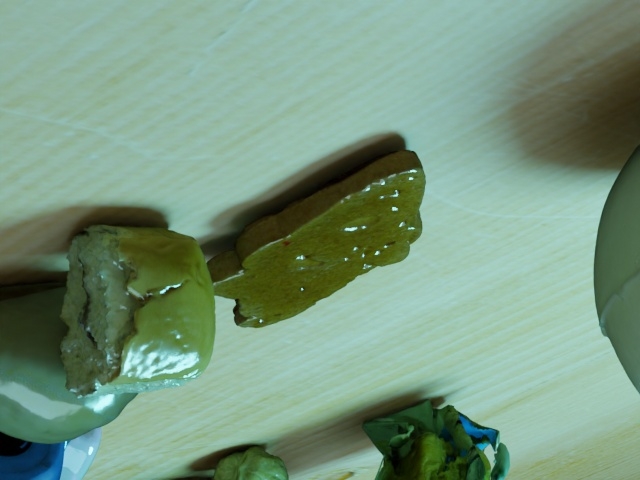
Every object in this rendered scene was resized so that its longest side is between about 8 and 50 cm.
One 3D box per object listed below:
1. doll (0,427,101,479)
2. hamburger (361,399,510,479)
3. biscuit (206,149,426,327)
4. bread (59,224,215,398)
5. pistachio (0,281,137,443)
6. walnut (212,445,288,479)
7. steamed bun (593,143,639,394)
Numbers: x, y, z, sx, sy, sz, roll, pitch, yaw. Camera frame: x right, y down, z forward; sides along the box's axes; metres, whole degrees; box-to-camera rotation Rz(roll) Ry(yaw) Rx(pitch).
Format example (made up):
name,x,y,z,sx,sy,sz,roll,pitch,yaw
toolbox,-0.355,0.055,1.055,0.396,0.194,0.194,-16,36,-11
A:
name,x,y,z,sx,sy,sz,roll,pitch,yaw
doll,-0.349,0.232,1.497,0.310,0.240,0.284,-47,176,29
hamburger,0.103,0.306,2.073,0.150,0.260,0.276,16,173,-6
biscuit,0.000,0.000,1.428,0.183,0.043,0.280,-10,156,-31
bread,-0.128,0.049,1.325,0.106,0.125,0.082,-4,-177,-30
pistachio,-0.210,0.087,1.386,0.185,0.124,0.124,12,147,-40
walnut,-0.077,0.271,2.071,0.092,0.092,0.092,-15,161,-5
steamed bun,0.370,0.019,1.395,0.334,0.334,0.374,-21,166,12
